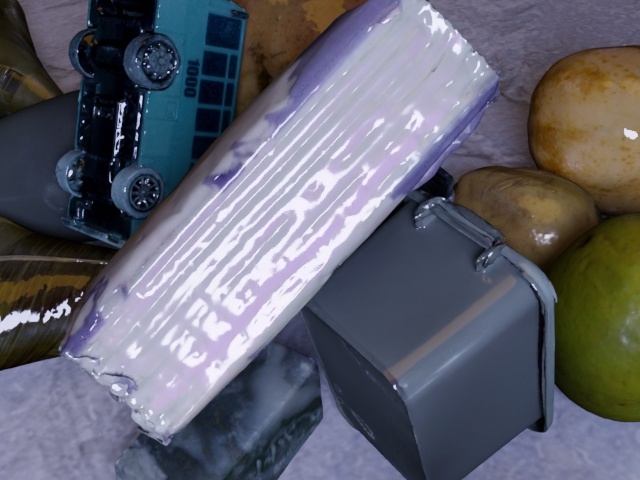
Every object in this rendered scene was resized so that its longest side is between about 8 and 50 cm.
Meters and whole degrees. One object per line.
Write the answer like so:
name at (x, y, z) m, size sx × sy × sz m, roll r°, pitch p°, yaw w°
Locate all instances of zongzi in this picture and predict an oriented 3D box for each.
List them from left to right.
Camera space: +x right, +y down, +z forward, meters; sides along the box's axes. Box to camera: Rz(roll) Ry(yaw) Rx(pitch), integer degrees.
zongzi at (-0.428, -0.263, 1.181) m, size 0.289 × 0.123 × 0.260 m, roll 12°, pitch 40°, yaw 3°
zongzi at (-0.255, 0.091, 0.760) m, size 0.248 × 0.111 × 0.241 m, roll 10°, pitch 40°, yaw 8°

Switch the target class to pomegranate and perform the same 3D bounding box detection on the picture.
pomegranate at (-0.002, -0.203, 0.956) m, size 0.322 × 0.322 × 0.322 m, roll -2°, pitch 42°, yaw 2°
pomegranate at (0.336, -0.126, 0.898) m, size 0.207 × 0.207 × 0.207 m, roll -2°, pitch 42°, yaw 2°

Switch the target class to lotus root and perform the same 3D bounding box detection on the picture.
lotus root at (0.231, -0.014, 0.844) m, size 0.221 × 0.118 × 0.125 m, roll 17°, pitch 63°, yaw 26°

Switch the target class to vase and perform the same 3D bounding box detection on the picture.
vase at (-0.380, -0.062, 0.916) m, size 0.321 × 0.173 × 0.173 m, roll -11°, pitch 42°, yaw 0°

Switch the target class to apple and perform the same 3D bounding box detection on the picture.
apple at (0.281, 0.064, 0.694) m, size 0.196 × 0.196 × 0.157 m, roll -9°, pitch 43°, yaw -6°

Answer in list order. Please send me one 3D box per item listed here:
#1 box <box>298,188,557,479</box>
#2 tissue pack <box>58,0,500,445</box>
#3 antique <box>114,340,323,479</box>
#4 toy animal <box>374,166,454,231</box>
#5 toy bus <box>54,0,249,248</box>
box at (0.086, 0.094, 0.652) m, size 0.135 × 0.243 × 0.163 m, roll -36°, pitch 51°, yaw -17°
tissue pack at (-0.043, -0.029, 0.632) m, size 0.343 × 0.125 × 0.242 m, roll -46°, pitch 13°, yaw -1°
antique at (-0.083, 0.172, 0.677) m, size 0.086 × 0.088 × 0.183 m, roll 21°, pitch 48°, yaw 26°
toy animal at (0.004, 0.004, 0.809) m, size 0.272 × 0.160 × 0.197 m, roll -31°, pitch 48°, yaw 7°
toy bus at (-0.161, -0.128, 0.793) m, size 0.128 × 0.256 × 0.147 m, roll 17°, pitch 12°, yaw 39°
